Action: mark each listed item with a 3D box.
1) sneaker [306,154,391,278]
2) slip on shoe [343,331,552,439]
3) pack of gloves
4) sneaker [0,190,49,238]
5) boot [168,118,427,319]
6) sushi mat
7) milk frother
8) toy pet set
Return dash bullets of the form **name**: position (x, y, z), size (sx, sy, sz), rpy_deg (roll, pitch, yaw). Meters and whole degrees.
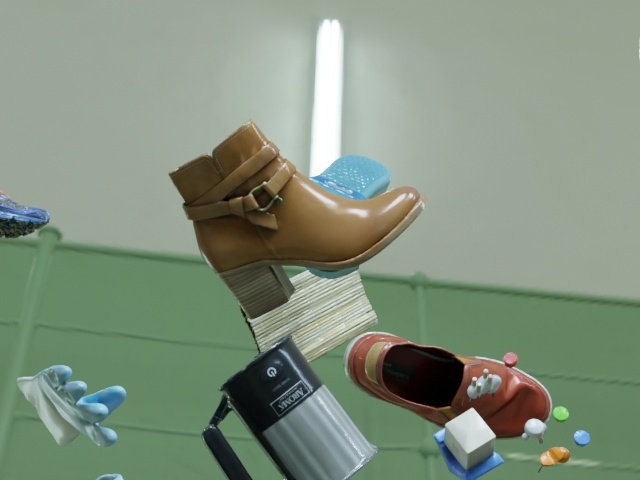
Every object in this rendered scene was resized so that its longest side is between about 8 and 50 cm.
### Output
- **sneaker**: position (0.000, 0.000, 1.590), size (0.127, 0.319, 0.208), rpy_deg (30, -57, 22)
- **slip on shoe**: position (0.194, 0.213, 1.398), size (0.331, 0.123, 0.101), rpy_deg (20, -9, -18)
- **pack of gloves**: position (-0.180, 0.186, 0.862), size (0.195, 0.046, 0.232), rpy_deg (56, -26, -6)
- **sneaker**: position (-0.514, -0.066, 1.471), size (0.221, 0.087, 0.083), rpy_deg (18, -25, -29)
- **boot**: position (-0.030, -0.057, 1.225), size (0.283, 0.109, 0.220), rpy_deg (-28, -83, 9)
- **sushi mat**: position (-0.013, 0.131, 1.748), size (0.019, 0.316, 0.151), rpy_deg (-22, -89, 42)
- **milk frother**: position (-0.037, 0.177, 0.916), size (0.129, 0.135, 0.143), rpy_deg (-37, -5, 0)
- **toy pet set**: position (0.181, 0.194, 0.969), size (0.114, 0.122, 0.065), rpy_deg (-27, -37, -16)
